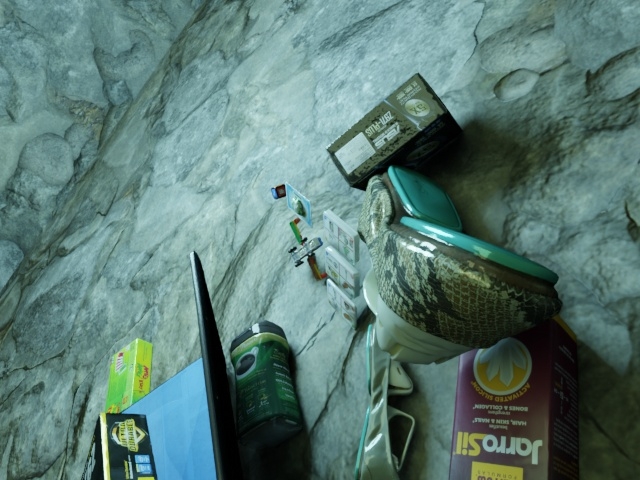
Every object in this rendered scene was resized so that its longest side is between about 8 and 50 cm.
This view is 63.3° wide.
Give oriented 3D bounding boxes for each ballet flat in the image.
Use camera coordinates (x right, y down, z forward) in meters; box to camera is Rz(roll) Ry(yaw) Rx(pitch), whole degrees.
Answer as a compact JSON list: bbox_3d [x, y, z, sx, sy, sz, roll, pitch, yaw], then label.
[{"bbox_3d":[0.088,0.209,0.668,0.068,0.072,0.214,0,59,14],"label":"ballet flat"},{"bbox_3d":[0.118,0.035,0.610,0.483,0.163,0.182,-97,29,-74],"label":"ballet flat"}]

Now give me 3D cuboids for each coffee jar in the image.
[{"bbox_3d":[-0.089,0.220,0.814,0.096,0.079,0.185,-37,42,21],"label":"coffee jar"}]

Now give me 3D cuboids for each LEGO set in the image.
[{"bbox_3d":[0.000,0.000,0.831,0.060,0.183,0.244,-24,42,-24],"label":"LEGO set"}]

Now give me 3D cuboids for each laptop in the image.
[{"bbox_3d":[-0.242,0.307,0.767,0.236,0.408,0.382,-11,46,-11],"label":"laptop"}]

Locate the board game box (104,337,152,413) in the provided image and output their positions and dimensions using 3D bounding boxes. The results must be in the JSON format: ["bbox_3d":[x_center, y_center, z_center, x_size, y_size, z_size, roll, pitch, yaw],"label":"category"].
[{"bbox_3d":[-0.405,0.309,1.096,0.092,0.043,0.181,-36,41,21],"label":"board game box"}]

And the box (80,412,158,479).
[{"bbox_3d":[-0.302,0.452,0.726,0.257,0.079,0.322,45,119,58],"label":"box"}]

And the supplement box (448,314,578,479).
[{"bbox_3d":[0.205,0.176,0.547,0.104,0.080,0.188,-12,54,40],"label":"supplement box"}]

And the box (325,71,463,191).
[{"bbox_3d":[0.120,-0.160,0.824,0.180,0.147,0.078,-37,76,19],"label":"box"}]
